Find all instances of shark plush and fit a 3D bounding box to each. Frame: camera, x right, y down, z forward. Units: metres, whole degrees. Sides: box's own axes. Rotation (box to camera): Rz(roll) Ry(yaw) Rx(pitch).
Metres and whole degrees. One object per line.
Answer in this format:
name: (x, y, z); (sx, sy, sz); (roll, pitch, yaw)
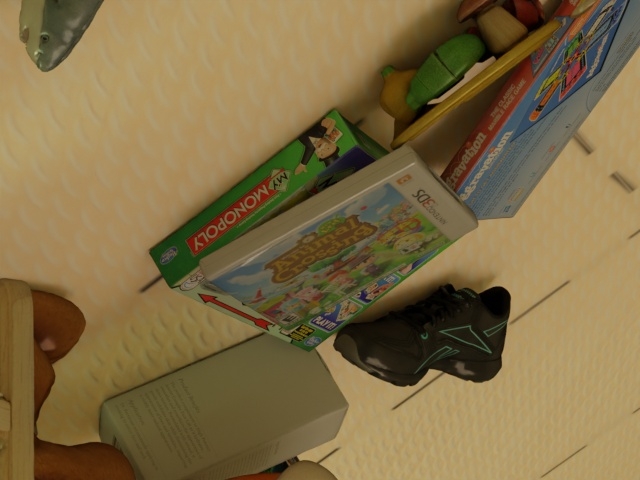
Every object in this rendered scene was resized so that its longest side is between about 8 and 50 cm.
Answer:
shark plush: (-0.133, -0.180, 1.186); (0.161, 0.067, 0.073); (-32, 156, -1)

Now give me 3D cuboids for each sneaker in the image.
sneaker: (0.117, 0.096, 2.011); (0.267, 0.101, 0.106); (1, 118, -50)

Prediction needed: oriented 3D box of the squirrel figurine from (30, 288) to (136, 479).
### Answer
squirrel figurine: (-0.286, 0.236, 1.410); (0.281, 0.370, 0.397); (-40, 153, 10)

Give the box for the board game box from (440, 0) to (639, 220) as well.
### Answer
board game box: (0.211, -0.129, 1.692); (0.145, 0.027, 0.281); (-6, 138, -52)

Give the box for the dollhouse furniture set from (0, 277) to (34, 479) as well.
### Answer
dollhouse furniture set: (-0.390, 0.084, 1.019); (0.362, 0.256, 0.394); (8, 148, -24)

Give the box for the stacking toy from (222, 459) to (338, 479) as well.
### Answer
stacking toy: (-0.224, 0.352, 1.706); (0.480, 0.350, 0.350); (7, 161, 15)

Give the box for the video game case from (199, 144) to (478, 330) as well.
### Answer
video game case: (0.021, 0.003, 1.624); (0.212, 0.023, 0.193); (-29, 155, 11)

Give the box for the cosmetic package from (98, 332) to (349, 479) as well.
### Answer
cosmetic package: (-0.100, 0.185, 1.861); (0.231, 0.117, 0.085); (-20, 154, -22)

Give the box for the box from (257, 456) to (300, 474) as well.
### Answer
box: (-0.031, 0.279, 1.975); (0.044, 0.233, 0.159); (-33, 156, 0)

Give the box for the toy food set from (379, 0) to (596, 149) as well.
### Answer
toy food set: (0.130, -0.167, 1.542); (0.218, 0.071, 0.128); (-36, 180, 14)

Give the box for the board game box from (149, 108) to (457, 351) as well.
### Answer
board game box: (0.000, 0.000, 1.715); (0.213, 0.046, 0.317); (-37, 155, 11)
